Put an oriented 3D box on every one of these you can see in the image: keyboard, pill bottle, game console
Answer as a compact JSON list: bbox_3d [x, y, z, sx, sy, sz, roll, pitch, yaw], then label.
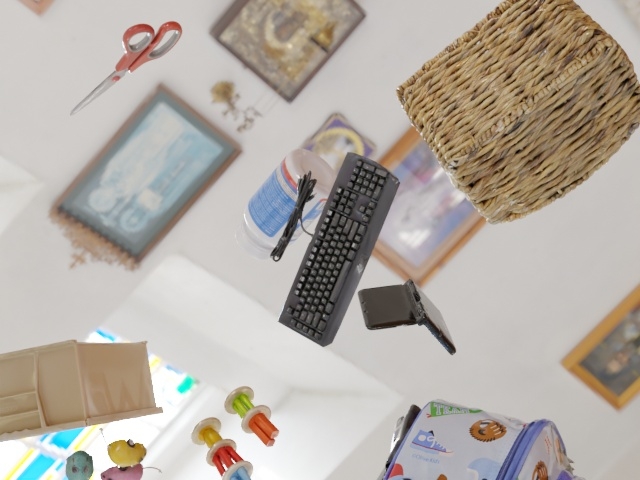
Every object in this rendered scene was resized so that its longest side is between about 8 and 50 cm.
[{"bbox_3d":[0.000,0.000,1.544,0.201,0.317,0.033,26,-174,36],"label":"keyboard"},{"bbox_3d":[-0.073,-0.064,1.779,0.124,0.221,0.124,29,-146,-23],"label":"pill bottle"},{"bbox_3d":[0.113,0.106,1.203,0.107,0.071,0.122,48,-168,-19],"label":"game console"}]

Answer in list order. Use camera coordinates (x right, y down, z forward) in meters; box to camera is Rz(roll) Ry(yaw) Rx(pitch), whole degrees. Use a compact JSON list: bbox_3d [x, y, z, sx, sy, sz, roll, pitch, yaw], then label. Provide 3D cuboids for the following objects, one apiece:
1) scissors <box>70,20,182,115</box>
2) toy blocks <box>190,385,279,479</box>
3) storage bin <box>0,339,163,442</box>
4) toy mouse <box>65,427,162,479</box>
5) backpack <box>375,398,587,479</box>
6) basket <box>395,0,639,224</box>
[{"bbox_3d":[-0.352,-0.304,1.649,0.109,0.297,0.021,-11,-110,-43],"label":"scissors"},{"bbox_3d":[-0.111,0.304,1.350,0.148,0.123,0.054,42,173,41],"label":"toy blocks"},{"bbox_3d":[-0.414,0.231,1.368,0.262,0.260,0.123,25,-127,-76],"label":"storage bin"},{"bbox_3d":[-0.297,0.319,1.252,0.161,0.143,0.031,37,-150,-47],"label":"toy mouse"},{"bbox_3d":[0.133,0.266,0.724,0.263,0.213,0.277,58,-138,-38],"label":"backpack"},{"bbox_3d":[0.307,-0.200,1.368,0.213,0.299,0.223,40,-163,-41],"label":"basket"}]
